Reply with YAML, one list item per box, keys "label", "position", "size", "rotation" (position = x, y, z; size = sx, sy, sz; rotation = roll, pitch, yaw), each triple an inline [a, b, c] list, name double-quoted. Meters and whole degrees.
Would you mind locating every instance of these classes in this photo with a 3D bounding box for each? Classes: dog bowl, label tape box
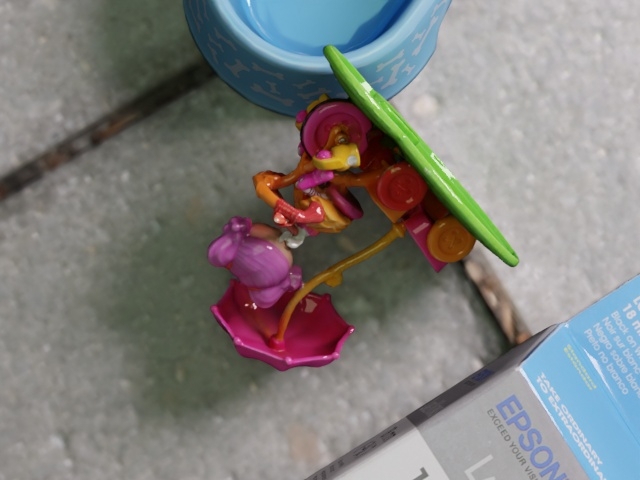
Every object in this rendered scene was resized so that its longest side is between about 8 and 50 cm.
- label: "dog bowl"
  position: [0.037, -0.212, 0.953]
  size: [0.166, 0.074, 0.297]
  rotation: [36, 87, 3]
- label: "label tape box"
  position: [0.123, 0.197, 0.901]
  size: [0.333, 0.106, 0.241]
  rotation: [-33, 87, -3]

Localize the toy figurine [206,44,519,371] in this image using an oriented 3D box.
- label: "toy figurine"
  position: [0.000, 0.000, 0.908]
  size: [0.159, 0.130, 0.173]
  rotation: [-40, 122, 7]
